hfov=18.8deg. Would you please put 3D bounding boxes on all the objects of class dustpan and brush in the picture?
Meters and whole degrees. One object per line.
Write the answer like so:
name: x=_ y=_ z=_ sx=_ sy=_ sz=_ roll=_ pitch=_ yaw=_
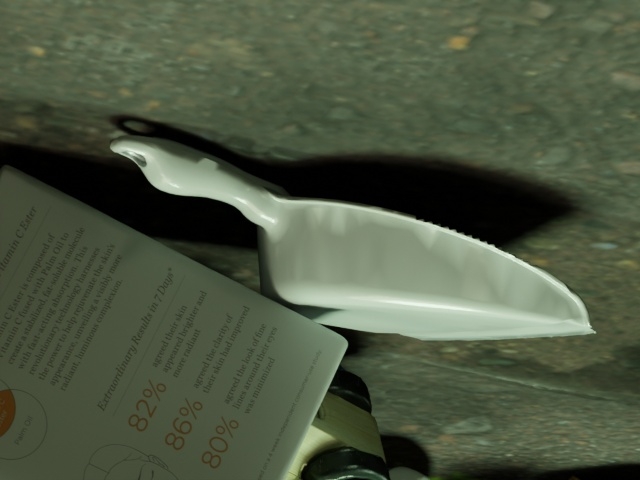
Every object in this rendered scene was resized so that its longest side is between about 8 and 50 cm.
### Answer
dustpan and brush: x=0.000 y=0.000 z=0.846 sx=0.211 sy=0.060 sz=0.147 roll=11 pitch=170 yaw=-32

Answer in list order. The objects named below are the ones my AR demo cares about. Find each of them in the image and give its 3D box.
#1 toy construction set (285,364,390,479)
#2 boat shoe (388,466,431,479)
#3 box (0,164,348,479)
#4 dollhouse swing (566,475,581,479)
toy construction set: x=-0.093 y=0.123 z=1.021 sx=0.215 sy=0.151 sz=0.328 roll=-39 pitch=146 yaw=25
boat shoe: x=0.024 y=0.189 z=1.276 sx=0.076 sy=0.080 sz=0.228 roll=28 pitch=165 yaw=12
box: x=-0.097 y=0.069 z=0.850 sx=0.170 sy=0.130 sz=0.091 roll=28 pitch=161 yaw=-4
dollhouse swing: x=0.332 y=0.241 z=1.355 sx=0.315 sy=0.305 sz=0.347 roll=-33 pitch=169 yaw=-22
